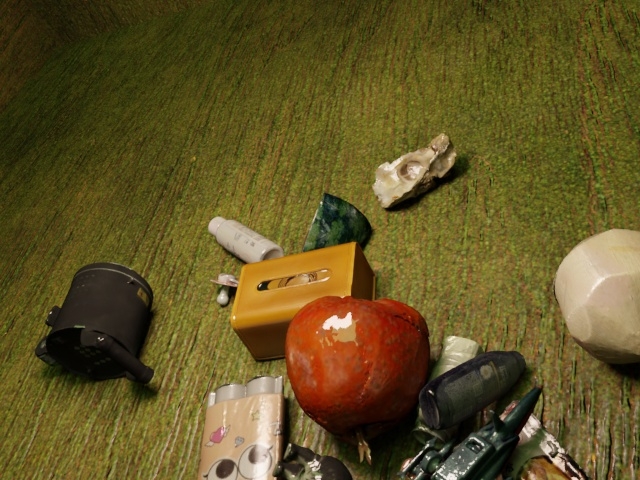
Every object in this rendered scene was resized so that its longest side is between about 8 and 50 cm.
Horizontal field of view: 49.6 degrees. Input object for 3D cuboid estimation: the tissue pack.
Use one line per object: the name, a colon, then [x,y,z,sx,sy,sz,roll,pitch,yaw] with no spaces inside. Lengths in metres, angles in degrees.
tissue pack: [-0.034,0.131,1.503,0.274,0.145,0.194,-13,44,19]

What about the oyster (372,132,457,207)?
oyster: [0.239,-0.163,1.707,0.233,0.107,0.161,-39,42,17]

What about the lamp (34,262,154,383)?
lamp: [-0.516,0.184,1.668,0.374,0.205,0.272,-7,47,39]

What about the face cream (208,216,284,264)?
face cream: [-0.199,0.005,1.779,0.082,0.082,0.269,-44,41,-18]

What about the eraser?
eraser: [-0.146,0.407,1.316,0.171,0.087,0.290,-15,42,14]

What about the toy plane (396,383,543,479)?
toy plane: [0.250,0.347,1.097,0.326,0.104,0.223,-52,38,-10]

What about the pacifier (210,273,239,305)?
pacifier: [-0.228,0.122,1.694,0.099,0.081,0.078,3,79,64]

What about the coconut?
coconut: [0.515,0.106,1.171,0.224,0.224,0.234,-25,39,4]

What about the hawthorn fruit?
hawthorn fruit: [0.066,0.247,1.249,0.276,0.276,0.307,-10,58,21]

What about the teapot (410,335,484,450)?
teapot: [0.226,0.265,1.238,0.077,0.107,0.200,10,53,30]

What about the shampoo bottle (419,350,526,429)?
shampoo bottle: [0.268,0.248,1.196,0.234,0.087,0.049,-18,7,-36]

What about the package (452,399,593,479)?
package: [0.333,0.383,1.112,0.154,0.030,0.239,-34,41,-4]

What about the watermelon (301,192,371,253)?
watermelon: [0.017,0.008,1.646,0.136,0.202,0.207,34,78,6]

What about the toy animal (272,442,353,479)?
toy animal: [-0.018,0.500,1.105,0.168,0.106,0.343,14,42,-17]
